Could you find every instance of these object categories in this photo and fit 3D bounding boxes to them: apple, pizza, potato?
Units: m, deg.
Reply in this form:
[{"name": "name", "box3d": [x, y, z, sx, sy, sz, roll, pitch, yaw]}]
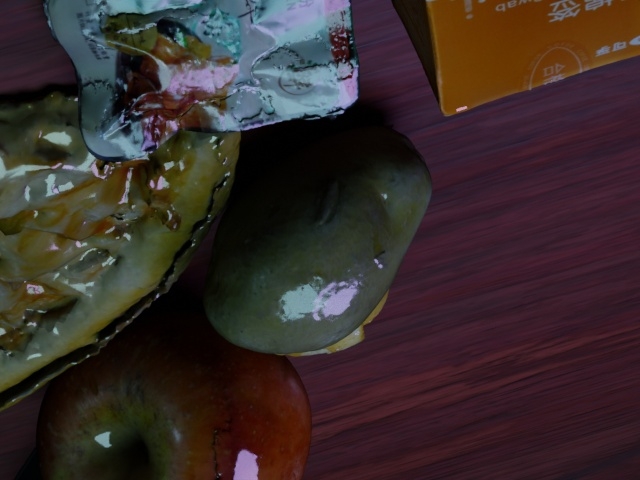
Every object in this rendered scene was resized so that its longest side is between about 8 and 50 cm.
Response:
[{"name": "apple", "box3d": [-0.132, 0.194, 1.849, 0.206, 0.251, 0.272, 1, 131, -56]}, {"name": "pizza", "box3d": [-0.231, -0.009, 1.627, 0.392, 0.080, 0.435, -23, 151, 9]}, {"name": "potato", "box3d": [0.000, 0.000, 1.667, 0.235, 0.178, 0.160, -48, 112, -6]}]

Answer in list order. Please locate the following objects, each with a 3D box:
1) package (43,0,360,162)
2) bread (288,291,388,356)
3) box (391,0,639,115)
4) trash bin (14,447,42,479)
[{"name": "package", "box3d": [-0.086, -0.145, 1.474, 0.232, 0.040, 0.166, -11, 123, -7]}, {"name": "bread", "box3d": [-0.005, 0.044, 1.791, 0.149, 0.122, 0.073, -14, 153, -6]}, {"name": "box", "box3d": [0.155, -0.254, 1.374, 0.225, 0.143, 0.341, -17, 151, -1]}, {"name": "trash bin", "box3d": [-0.198, 0.270, 2.078, 0.225, 0.115, 0.165, 5, 144, -28]}]
